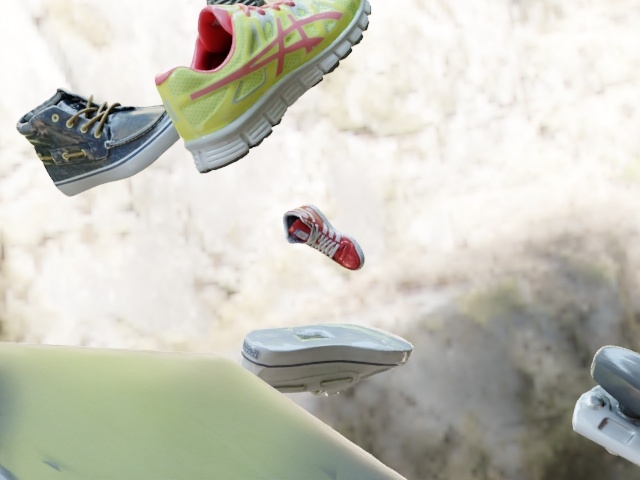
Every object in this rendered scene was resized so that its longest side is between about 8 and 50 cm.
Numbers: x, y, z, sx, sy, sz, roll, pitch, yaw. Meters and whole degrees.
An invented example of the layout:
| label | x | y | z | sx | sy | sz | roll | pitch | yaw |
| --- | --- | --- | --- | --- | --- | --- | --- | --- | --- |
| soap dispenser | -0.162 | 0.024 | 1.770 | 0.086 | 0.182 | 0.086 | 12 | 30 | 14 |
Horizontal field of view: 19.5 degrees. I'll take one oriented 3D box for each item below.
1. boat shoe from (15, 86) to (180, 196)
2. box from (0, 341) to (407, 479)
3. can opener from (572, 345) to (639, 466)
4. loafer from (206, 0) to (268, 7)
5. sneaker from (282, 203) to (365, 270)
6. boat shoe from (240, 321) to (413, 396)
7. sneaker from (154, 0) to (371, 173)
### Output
| label | x | y | z | sx | sy | sz | roll | pitch | yaw |
| --- | --- | --- | --- | --- | --- | --- | --- | --- | --- |
| boat shoe | -0.190 | -0.096 | 1.592 | 0.183 | 0.065 | 0.083 | -20 | -64 | 45 |
| box | -0.221 | 0.347 | 1.473 | 0.297 | 0.471 | 0.480 | 30 | 13 | 35 |
| can opener | 0.356 | 0.200 | 1.695 | 0.280 | 0.074 | 0.093 | 31 | -41 | 19 |
| loafer | -0.061 | -0.190 | 1.762 | 0.056 | 0.148 | 0.050 | -30 | -19 | 2 |
| sneaker | 0.000 | 0.000 | 2.387 | 0.067 | 0.118 | 0.042 | -13 | -40 | -58 |
| boat shoe | 0.007 | 0.171 | 2.533 | 0.267 | 0.096 | 0.088 | -2 | -66 | -39 |
| sneaker | -0.042 | -0.145 | 1.352 | 0.094 | 0.208 | 0.081 | 51 | -36 | -15 |
